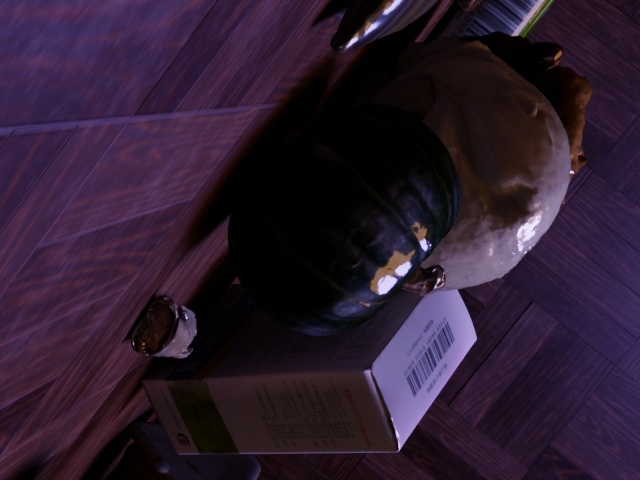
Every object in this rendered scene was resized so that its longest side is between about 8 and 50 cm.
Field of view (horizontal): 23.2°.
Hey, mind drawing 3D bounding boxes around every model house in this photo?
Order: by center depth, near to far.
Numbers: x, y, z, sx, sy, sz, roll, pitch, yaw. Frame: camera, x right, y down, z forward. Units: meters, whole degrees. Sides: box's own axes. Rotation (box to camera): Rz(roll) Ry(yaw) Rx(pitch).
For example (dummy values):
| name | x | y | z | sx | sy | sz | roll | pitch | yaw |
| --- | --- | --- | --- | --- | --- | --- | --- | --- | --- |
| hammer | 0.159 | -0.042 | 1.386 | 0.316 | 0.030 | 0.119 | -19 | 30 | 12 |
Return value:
| name | x | y | z | sx | sy | sz | roll | pitch | yaw |
| --- | --- | --- | --- | --- | --- | --- | --- | --- | --- |
| model house | -0.192 | 0.352 | 1.922 | 0.219 | 0.199 | 0.229 | 14 | 111 | -42 |

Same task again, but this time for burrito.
| name | x | y | z | sx | sy | sz | roll | pitch | yaw |
| --- | --- | --- | --- | --- | --- | --- | --- | --- | --- |
| burrito | -0.134 | 0.079 | 1.369 | 0.149 | 0.041 | 0.055 | 61 | 54 | -82 |

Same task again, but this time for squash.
| name | x | y | z | sx | sy | sz | roll | pitch | yaw |
| --- | --- | --- | --- | --- | --- | --- | --- | --- | --- |
| squash | 0.020 | -0.017 | 1.299 | 0.218 | 0.172 | 0.218 | -24 | -176 | 2 |

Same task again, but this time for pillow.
| name | x | y | z | sx | sy | sz | roll | pitch | yaw |
| --- | --- | --- | --- | --- | --- | --- | --- | --- | --- |
| pillow | 0.099 | -0.230 | 1.128 | 0.208 | 0.052 | 0.212 | -49 | 177 | 23 |

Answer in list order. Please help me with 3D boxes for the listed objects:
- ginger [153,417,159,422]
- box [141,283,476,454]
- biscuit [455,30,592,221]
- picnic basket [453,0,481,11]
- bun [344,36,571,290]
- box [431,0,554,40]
| name | x | y | z | sx | sy | sz | roll | pitch | yaw |
| --- | --- | --- | --- | --- | --- | --- | --- | --- | --- |
| ginger | -0.101 | 0.149 | 2.089 | 0.166 | 0.080 | 0.333 | -3 | -143 | 49 |
| box | -0.011 | 0.128 | 1.659 | 0.299 | 0.106 | 0.200 | -8 | -154 | 36 |
| biscuit | 0.147 | -0.082 | 1.625 | 0.334 | 0.081 | 0.289 | -3 | -120 | 49 |
| picnic basket | 0.170 | -0.284 | 1.467 | 0.110 | 0.055 | 0.193 | -53 | 177 | 30 |
| bun | 0.101 | -0.077 | 1.477 | 0.259 | 0.160 | 0.259 | -28 | -132 | 37 |
| box | 0.165 | -0.203 | 1.854 | 0.345 | 0.097 | 0.134 | -52 | 178 | 4 |
